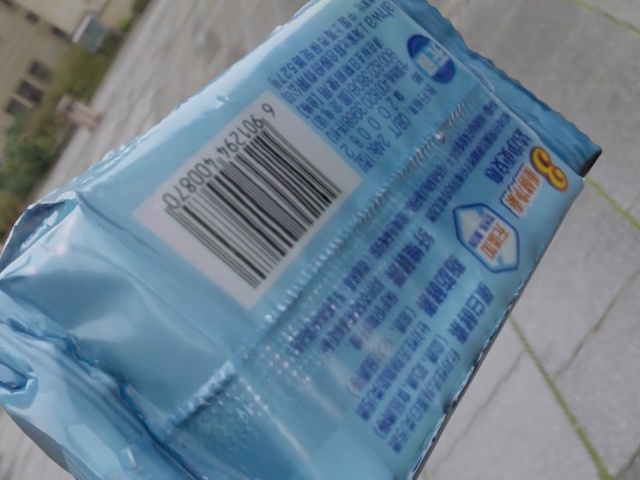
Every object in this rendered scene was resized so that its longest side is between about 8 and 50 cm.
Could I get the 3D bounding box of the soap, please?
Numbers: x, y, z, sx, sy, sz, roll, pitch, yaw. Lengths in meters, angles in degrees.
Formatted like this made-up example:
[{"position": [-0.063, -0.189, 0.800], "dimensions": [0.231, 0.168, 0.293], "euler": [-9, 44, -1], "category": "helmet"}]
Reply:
[{"position": [0.000, 0.000, 0.510], "dimensions": [0.077, 0.156, 0.293], "euler": [-47, 0, 40], "category": "soap"}]
